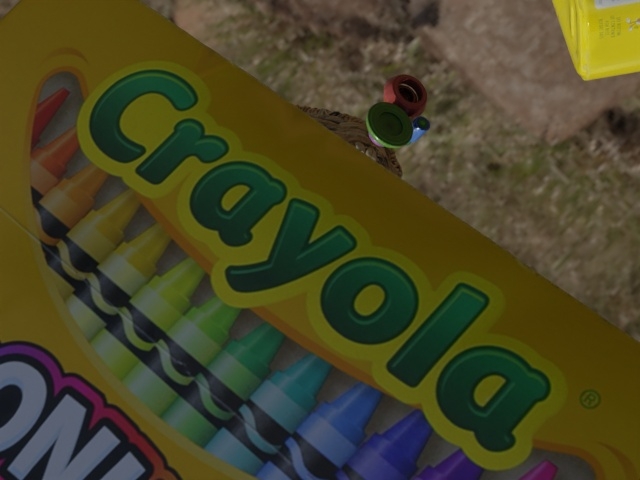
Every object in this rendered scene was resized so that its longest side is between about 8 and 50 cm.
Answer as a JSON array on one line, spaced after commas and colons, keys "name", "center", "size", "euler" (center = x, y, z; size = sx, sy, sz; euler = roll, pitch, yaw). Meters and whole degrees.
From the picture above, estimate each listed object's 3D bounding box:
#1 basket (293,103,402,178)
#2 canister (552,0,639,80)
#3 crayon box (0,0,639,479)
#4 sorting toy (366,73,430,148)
[{"name": "basket", "center": [0.000, 0.000, 1.549], "size": [0.223, 0.213, 0.299], "euler": [-71, -17, -74]}, {"name": "canister", "center": [0.199, -0.142, 0.643], "size": [0.126, 0.170, 0.073], "euler": [-95, -5, -45]}, {"name": "crayon box", "center": [-0.070, 0.106, 0.472], "size": [0.363, 0.313, 0.106], "euler": [36, 169, 28]}, {"name": "sorting toy", "center": [0.076, -0.121, 1.333], "size": [0.061, 0.102, 0.042], "euler": [37, 142, -6]}]
